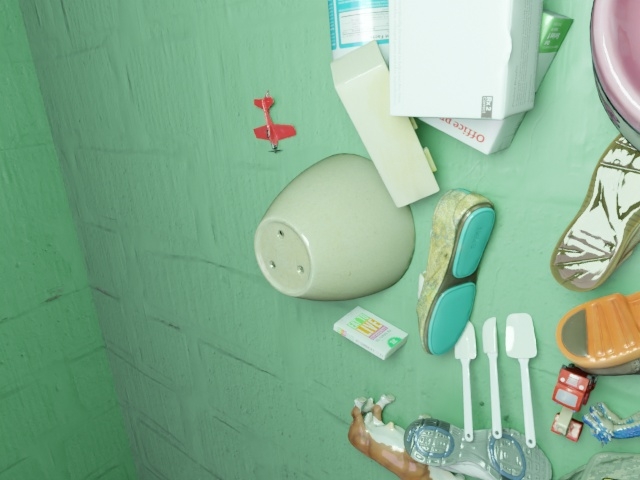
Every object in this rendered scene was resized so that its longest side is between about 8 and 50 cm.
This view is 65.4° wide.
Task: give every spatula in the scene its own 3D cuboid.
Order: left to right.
[{"bbox_3d":[0.336,0.265,0.958,0.168,0.019,0.242,-11,72,40],"label":"spatula"}]

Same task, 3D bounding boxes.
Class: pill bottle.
[{"bbox_3d":[0.087,-0.395,0.881,0.146,0.146,0.264,11,115,39],"label":"pill bottle"}]

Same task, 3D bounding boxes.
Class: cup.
[{"bbox_3d":[0.000,0.000,1.069,0.331,0.237,0.331,19,120,36],"label":"cup"}]

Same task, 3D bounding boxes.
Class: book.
[{"bbox_3d":[0.115,0.214,1.153,0.144,0.096,0.035,25,123,33],"label":"book"}]

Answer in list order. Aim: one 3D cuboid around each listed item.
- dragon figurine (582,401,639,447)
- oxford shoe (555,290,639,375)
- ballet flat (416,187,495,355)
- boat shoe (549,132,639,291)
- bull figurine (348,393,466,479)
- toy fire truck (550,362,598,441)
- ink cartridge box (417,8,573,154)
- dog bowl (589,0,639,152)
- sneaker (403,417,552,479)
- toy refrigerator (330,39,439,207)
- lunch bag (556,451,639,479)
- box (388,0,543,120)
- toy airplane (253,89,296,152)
[{"bbox_3d":[0.573,0.326,0.780,0.289,0.085,0.144,31,128,18],"label":"dragon figurine"},{"bbox_3d":[0.546,0.117,0.721,0.363,0.130,0.132,-23,135,35],"label":"oxford shoe"},{"bbox_3d":[0.245,0.060,0.970,0.123,0.123,0.349,27,125,32],"label":"ballet flat"},{"bbox_3d":[0.450,-0.060,0.729,0.109,0.098,0.302,37,111,33],"label":"boat shoe"},{"bbox_3d":[0.198,0.494,1.197,0.310,0.101,0.188,16,111,31],"label":"bull figurine"},{"bbox_3d":[0.432,0.284,0.862,0.047,0.192,0.135,19,92,36],"label":"toy fire truck"},{"bbox_3d":[0.266,-0.272,0.806,0.160,0.092,0.219,36,128,27],"label":"ink cartridge box"},{"bbox_3d":[0.487,-0.252,0.516,0.408,0.150,0.408,7,100,42],"label":"dog bowl"},{"bbox_3d":[0.318,0.437,1.030,0.297,0.111,0.129,13,154,10],"label":"sneaker"},{"bbox_3d":[0.120,-0.196,0.867,0.094,0.102,0.269,-23,129,15],"label":"toy refrigerator"},{"bbox_3d":[0.482,0.489,0.833,0.169,0.235,0.287,45,132,17],"label":"lunch bag"},{"bbox_3d":[0.203,-0.271,0.712,0.182,0.119,0.181,14,116,39],"label":"box"},{"bbox_3d":[-0.122,-0.285,1.205,0.151,0.028,0.151,20,121,37],"label":"toy airplane"}]
